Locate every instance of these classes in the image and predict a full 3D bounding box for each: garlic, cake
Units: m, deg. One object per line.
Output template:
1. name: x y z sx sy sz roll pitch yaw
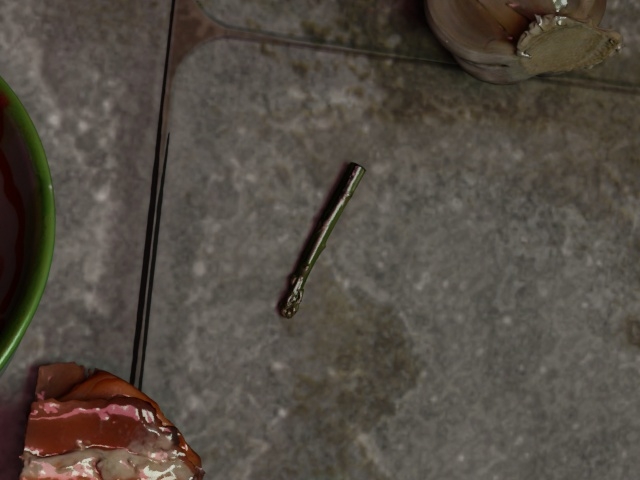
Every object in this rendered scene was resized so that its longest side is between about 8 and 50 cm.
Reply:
1. garlic: 0.135 -0.203 1.459 0.131 0.127 0.194 -7 69 -37
2. cake: -0.162 0.235 1.381 0.135 0.098 0.287 10 90 -19

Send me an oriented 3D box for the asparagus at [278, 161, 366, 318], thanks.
1. asparagus: 0.000 0.000 1.465 0.015 0.018 0.127 31 85 -58

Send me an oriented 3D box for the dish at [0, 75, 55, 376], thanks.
1. dish: -0.327 0.014 1.274 0.324 0.124 0.324 1 67 -1
